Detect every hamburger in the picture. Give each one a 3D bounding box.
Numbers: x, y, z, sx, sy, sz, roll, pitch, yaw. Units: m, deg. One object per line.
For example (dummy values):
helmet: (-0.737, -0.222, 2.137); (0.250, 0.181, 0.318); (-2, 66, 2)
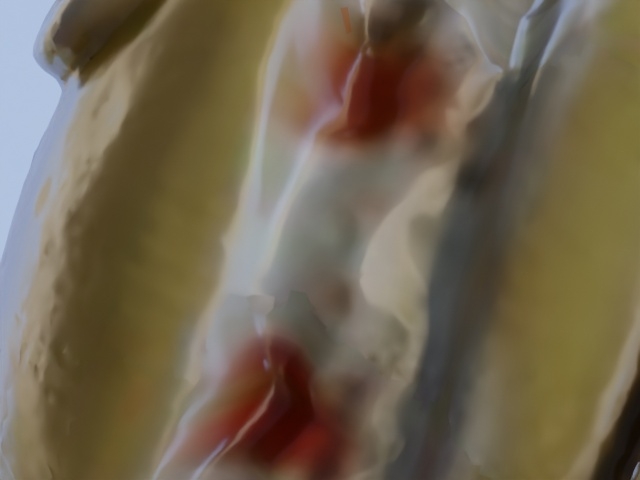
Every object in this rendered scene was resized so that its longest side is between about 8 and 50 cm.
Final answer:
hamburger: (0.000, 0.000, 0.518); (0.186, 0.303, 0.261); (20, -52, 4)
